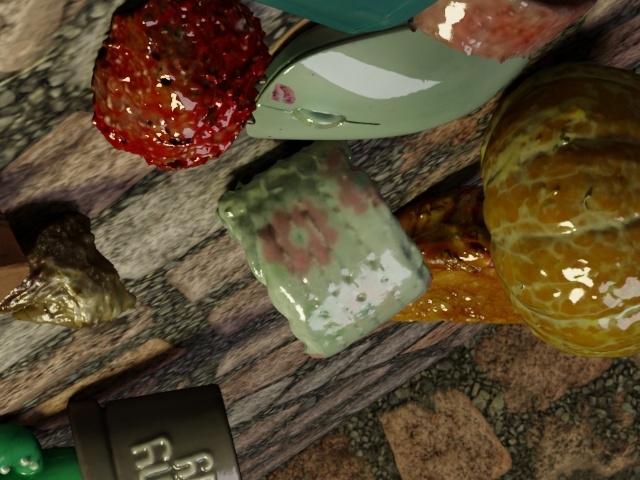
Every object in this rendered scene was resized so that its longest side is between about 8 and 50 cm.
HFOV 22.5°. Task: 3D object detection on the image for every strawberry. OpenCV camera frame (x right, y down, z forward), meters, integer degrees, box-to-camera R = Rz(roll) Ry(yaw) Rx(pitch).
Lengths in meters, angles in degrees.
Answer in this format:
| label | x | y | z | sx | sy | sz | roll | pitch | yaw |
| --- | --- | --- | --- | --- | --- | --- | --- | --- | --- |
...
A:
| label | x | y | z | sx | sy | sz | roll | pitch | yaw |
| --- | --- | --- | --- | --- | --- | --- | --- | --- | --- |
| strawberry | -0.092 | -0.107 | 1.141 | 0.140 | 0.085 | 0.192 | -20 | 161 | -33 |

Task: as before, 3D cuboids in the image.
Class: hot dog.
| label | x | y | z | sx | sy | sz | roll | pitch | yaw |
| --- | --- | --- | --- | --- | --- | --- | --- | --- | --- |
| hot dog | 0.181 | 0.016 | 1.975 | 0.256 | 0.150 | 0.153 | 0 | 131 | 15 |

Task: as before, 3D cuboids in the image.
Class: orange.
| label | x | y | z | sx | sy | sz | roll | pitch | yaw |
| --- | --- | --- | --- | --- | --- | --- | --- | --- | --- |
| orange | 0.306 | -0.035 | 1.756 | 0.249 | 0.329 | 0.329 | -18 | 171 | 17 |

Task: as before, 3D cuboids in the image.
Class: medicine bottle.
| label | x | y | z | sx | sy | sz | roll | pitch | yaw |
| --- | --- | --- | --- | --- | --- | --- | --- | --- | --- |
| medicine bottle | 0.014 | -0.197 | 1.048 | 0.124 | 0.079 | 0.258 | -37 | 165 | 21 |

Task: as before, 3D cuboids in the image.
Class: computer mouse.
| label | x | y | z | sx | sy | sz | roll | pitch | yaw |
| --- | --- | --- | --- | --- | --- | --- | --- | --- | --- |
| computer mouse | 0.075 | -0.140 | 1.362 | 0.288 | 0.097 | 0.159 | -24 | 167 | -31 |

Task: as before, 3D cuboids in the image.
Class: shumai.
| label | x | y | z | sx | sy | sz | roll | pitch | yaw |
| --- | --- | --- | --- | --- | --- | --- | --- | --- | --- |
| shumai | -0.231 | 0.037 | 1.329 | 0.123 | 0.105 | 0.139 | -35 | 158 | 7 |

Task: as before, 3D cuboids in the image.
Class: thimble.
| label | x | y | z | sx | sy | sz | roll | pitch | yaw |
| --- | --- | --- | --- | --- | --- | --- | --- | --- | --- |
| thimble | 0.000 | 0.000 | 1.549 | 0.149 | 0.185 | 0.211 | -33 | 133 | 0 |

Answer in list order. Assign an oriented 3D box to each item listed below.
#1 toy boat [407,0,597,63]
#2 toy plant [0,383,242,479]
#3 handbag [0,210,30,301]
| label | x | y | z | sx | sy | sz | roll | pitch | yaw |
| --- | --- | --- | --- | --- | --- | --- | --- | --- | --- |
| toy boat | 0.192 | -0.262 | 1.194 | 0.206 | 0.096 | 0.282 | -5 | 137 | -42 |
| toy plant | -0.299 | 0.286 | 1.936 | 0.400 | 0.185 | 0.279 | -15 | 158 | -5 |
| handbag | -0.326 | 0.048 | 1.220 | 0.193 | 0.072 | 0.151 | -38 | 166 | 34 |
